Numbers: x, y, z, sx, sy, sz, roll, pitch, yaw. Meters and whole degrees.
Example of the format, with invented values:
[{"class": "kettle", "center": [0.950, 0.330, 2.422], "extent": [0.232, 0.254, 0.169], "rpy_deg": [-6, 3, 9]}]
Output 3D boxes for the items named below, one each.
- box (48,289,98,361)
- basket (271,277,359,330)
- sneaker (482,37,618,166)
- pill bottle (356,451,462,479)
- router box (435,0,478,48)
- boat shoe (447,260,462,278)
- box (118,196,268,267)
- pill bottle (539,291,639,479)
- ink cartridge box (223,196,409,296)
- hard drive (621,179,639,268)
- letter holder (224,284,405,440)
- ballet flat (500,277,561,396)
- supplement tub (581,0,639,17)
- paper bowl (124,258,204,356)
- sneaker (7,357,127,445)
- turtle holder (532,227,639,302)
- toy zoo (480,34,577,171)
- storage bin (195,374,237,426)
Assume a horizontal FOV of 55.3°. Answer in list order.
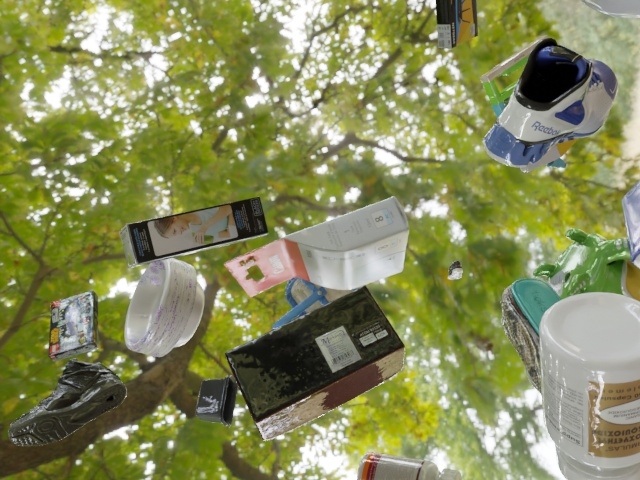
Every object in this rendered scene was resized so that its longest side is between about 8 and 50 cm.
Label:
[{"class": "box", "center": [-0.509, 0.175, 1.264], "extent": [0.027, 0.093, 0.137], "rpy_deg": [75, 177, -49]}, {"class": "basket", "center": [-0.034, 0.200, 1.802], "extent": [0.201, 0.288, 0.255], "rpy_deg": [53, 159, 10]}, {"class": "sneaker", "center": [0.429, -0.263, 1.057], "extent": [0.127, 0.315, 0.182], "rpy_deg": [45, 150, 24]}, {"class": "pill bottle", "center": [0.202, 0.558, 1.390], "extent": [0.121, 0.221, 0.121], "rpy_deg": [-1, -89, -64]}, {"class": "router box", "center": [0.353, -0.604, 1.583], "extent": [0.133, 0.046, 0.179], "rpy_deg": [-34, -53, -35]}, {"class": "boat shoe", "center": [0.446, 0.100, 2.031], "extent": [0.125, 0.046, 0.038], "rpy_deg": [70, -164, -70]}, {"class": "box", "center": [-0.279, -0.017, 1.338], "extent": [0.289, 0.169, 0.087], "rpy_deg": [-14, -89, -25]}, {"class": "pill bottle", "center": [0.329, 0.188, 0.719], "extent": [0.131, 0.131, 0.229], "rpy_deg": [-67, -31, -54]}, {"class": "ink cartridge box", "center": [0.004, 0.057, 1.381], "extent": [0.308, 0.384, 0.091], "rpy_deg": [77, 171, -71]}, {"class": "hard drive", "center": [0.674, -0.089, 1.175], "extent": [0.040, 0.210, 0.319], "rpy_deg": [36, -148, 4]}, {"class": "letter holder", "center": [-0.004, 0.260, 1.199], "extent": [0.152, 0.301, 0.214], "rpy_deg": [58, 166, 34]}, {"class": "ballet flat", "center": [0.470, 0.259, 1.172], "extent": [0.483, 0.163, 0.182], "rpy_deg": [-100, 7, -63]}, {"class": "supplement tub", "center": [0.557, -0.546, 1.039], "extent": [0.191, 0.191, 0.272], "rpy_deg": [31, -100, -57]}, {"class": "paper bowl", "center": [-0.443, 0.196, 1.774], "extent": [0.148, 0.284, 0.284], "rpy_deg": [22, -127, -31]}, {"class": "sneaker", "center": [-0.528, 0.326, 1.253], "extent": [0.227, 0.130, 0.087], "rpy_deg": [-28, -48, -28]}, {"class": "turtle holder", "center": [0.689, 0.096, 1.489], "extent": [0.227, 0.320, 0.243], "rpy_deg": [24, -157, -3]}, {"class": "toy zoo", "center": [0.504, -0.294, 1.415], "extent": [0.293, 0.192, 0.030], "rpy_deg": [59, 167, -18]}, {"class": "storage bin", "center": [-0.299, 0.462, 1.761], "extent": [0.098, 0.091, 0.135], "rpy_deg": [71, -159, -53]}]
